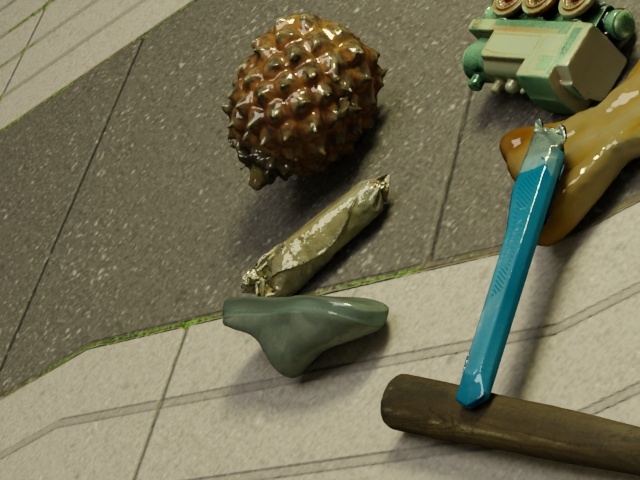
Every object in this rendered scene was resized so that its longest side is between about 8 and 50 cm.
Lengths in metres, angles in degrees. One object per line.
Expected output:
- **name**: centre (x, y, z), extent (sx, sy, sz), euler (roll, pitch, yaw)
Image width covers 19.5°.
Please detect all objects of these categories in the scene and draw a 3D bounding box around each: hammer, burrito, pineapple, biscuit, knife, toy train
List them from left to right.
- **pineapple**: centre (-0.024, -0.134, 1.930), extent (0.166, 0.166, 0.193), euler (8, 67, 57)
- **burrito**: centre (-0.001, -0.001, 1.827), extent (0.188, 0.045, 0.058), euler (-40, 35, 6)
- **knife**: centre (0.158, 0.013, 1.525), extent (0.044, 0.026, 0.296), euler (-8, 49, 39)
- **toy train**: centre (0.210, -0.185, 1.757), extent (0.194, 0.081, 0.125), euler (12, 65, 56)
- **hammer**: centre (0.189, 0.146, 1.381), extent (0.168, 0.044, 0.440), euler (-54, 28, -18)
- **biscuit**: centre (0.255, -0.092, 1.601), extent (0.208, 0.047, 0.164), euler (-35, 29, 18)

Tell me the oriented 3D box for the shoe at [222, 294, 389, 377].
- **shoe**: centre (-0.016, 0.088, 1.721), extent (0.195, 0.079, 0.078), euler (3, 89, 45)
